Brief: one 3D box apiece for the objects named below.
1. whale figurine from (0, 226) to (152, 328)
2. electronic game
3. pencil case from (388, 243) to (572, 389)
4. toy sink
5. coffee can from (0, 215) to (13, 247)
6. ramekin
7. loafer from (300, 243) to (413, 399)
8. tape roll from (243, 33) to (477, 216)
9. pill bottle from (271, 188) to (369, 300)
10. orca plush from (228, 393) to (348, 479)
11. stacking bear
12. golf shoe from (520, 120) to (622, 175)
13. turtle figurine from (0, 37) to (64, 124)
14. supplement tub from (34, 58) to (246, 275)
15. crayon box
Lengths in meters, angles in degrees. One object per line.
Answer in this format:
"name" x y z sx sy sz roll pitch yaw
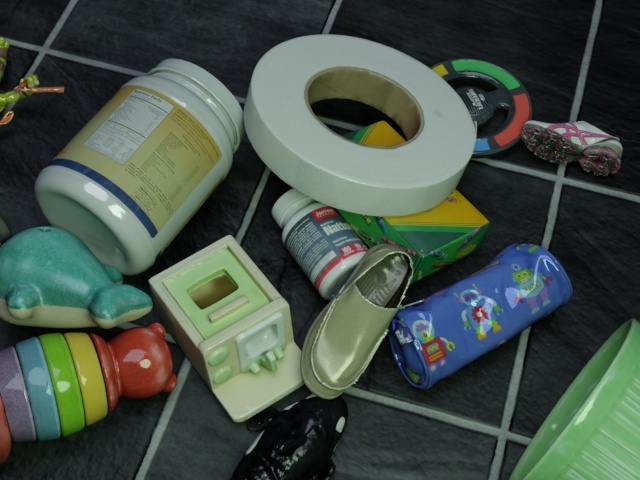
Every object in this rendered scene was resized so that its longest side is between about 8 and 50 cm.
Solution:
"whale figurine" -0.383 0.058 1.530 0.272 0.141 0.216 11 16 35
"electronic game" 0.273 -0.244 1.841 0.229 0.048 0.229 0 57 -1
"pencil case" 0.242 0.110 1.573 0.306 0.119 0.133 -27 84 -18
"toy sink" -0.134 0.131 1.536 0.153 0.131 0.234 -29 58 -18
"coffee can" -0.649 0.018 1.567 0.275 0.201 0.201 -40 67 -23
"ramekin" 0.401 0.270 1.380 0.148 0.303 0.303 36 64 11
"loafer" 0.057 0.111 1.506 0.102 0.092 0.268 30 70 -5
"tape roll" 0.067 -0.200 1.678 0.392 0.072 0.392 11 45 -11
"pill bottle" 0.000 0.000 1.646 0.108 0.108 0.180 -29 63 -18
"orca plush" -0.075 0.304 1.456 0.287 0.102 0.151 -24 61 -15
"stacking bear" -0.360 0.205 1.484 0.289 0.164 0.175 -14 81 -21
"golf shoe" 0.446 -0.178 1.795 0.186 0.067 0.086 19 52 -2
"turtle figurine" -0.596 -0.275 1.822 0.270 0.087 0.217 -18 52 -2
"supplement tub" -0.286 -0.125 1.649 0.228 0.228 0.316 28 61 16
"crayon box" 0.125 -0.068 1.683 0.165 0.081 0.278 -24 60 -35
